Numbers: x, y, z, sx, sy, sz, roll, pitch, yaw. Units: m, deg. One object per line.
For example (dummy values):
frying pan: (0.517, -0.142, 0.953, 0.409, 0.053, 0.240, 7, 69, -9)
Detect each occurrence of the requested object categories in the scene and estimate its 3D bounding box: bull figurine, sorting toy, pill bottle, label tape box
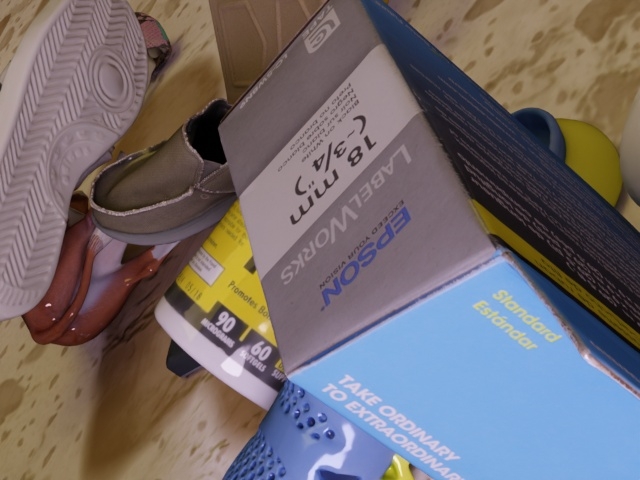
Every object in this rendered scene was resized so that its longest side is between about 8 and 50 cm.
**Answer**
bull figurine: (-0.230, -0.001, 1.397, 0.188, 0.101, 0.310, -47, 31, -4)
sorting toy: (-0.016, -0.204, 1.256, 0.307, 0.041, 0.229, 9, 108, 61)
pill bottle: (0.000, 0.000, 1.003, 0.208, 0.119, 0.119, -53, 26, 1)
label tape box: (0.092, 0.052, 0.649, 0.106, 0.241, 0.333, -46, 27, 14)

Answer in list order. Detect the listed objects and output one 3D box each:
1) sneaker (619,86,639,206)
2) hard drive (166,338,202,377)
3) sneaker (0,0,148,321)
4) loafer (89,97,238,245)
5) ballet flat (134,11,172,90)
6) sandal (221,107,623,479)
sneaker: (0.270, -0.129, 0.762, 0.161, 0.102, 0.282, 11, 77, 58)
hard drive: (-0.058, 0.038, 1.160, 0.135, 0.022, 0.094, -30, 34, 38)
sneaker: (-0.264, -0.079, 1.305, 0.148, 0.131, 0.350, -11, 42, 35)
loafer: (-0.084, -0.069, 1.203, 0.251, 0.087, 0.094, -17, 42, 28)
ballet flat: (-0.235, -0.138, 1.624, 0.221, 0.077, 0.079, -49, 46, 7)
sandal: (0.029, 0.035, 0.897, 0.317, 0.138, 0.126, -56, 28, -3)
